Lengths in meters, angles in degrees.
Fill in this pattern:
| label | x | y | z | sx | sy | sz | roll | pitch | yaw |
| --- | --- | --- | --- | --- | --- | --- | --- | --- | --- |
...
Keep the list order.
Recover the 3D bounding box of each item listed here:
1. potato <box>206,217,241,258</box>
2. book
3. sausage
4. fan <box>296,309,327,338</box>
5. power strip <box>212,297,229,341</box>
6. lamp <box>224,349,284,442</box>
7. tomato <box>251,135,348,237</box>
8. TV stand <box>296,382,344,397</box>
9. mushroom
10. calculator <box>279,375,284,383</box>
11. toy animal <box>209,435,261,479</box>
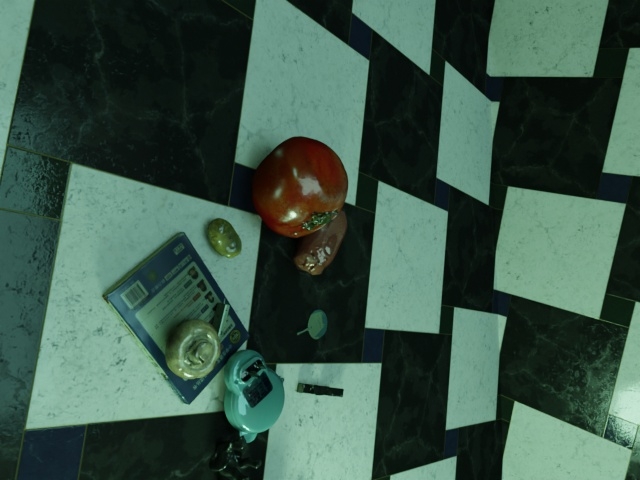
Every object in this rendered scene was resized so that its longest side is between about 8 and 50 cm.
| label | x | y | z | sx | sy | sz | roll | pitch | yaw |
| --- | --- | --- | --- | --- | --- | --- | --- | --- | --- |
| potato | -0.302 | -0.007 | 1.601 | 0.091 | 0.070 | 0.138 | -49 | 125 | -39 |
| book | -0.401 | 0.229 | 1.510 | 0.300 | 0.039 | 0.428 | -47 | 123 | -37 |
| sausage | 0.000 | 0.000 | 1.880 | 0.152 | 0.152 | 0.280 | 47 | 56 | -37 |
| fan | -0.031 | 0.328 | 1.947 | 0.175 | 0.005 | 0.113 | -17 | 103 | -48 |
| power strip | -0.304 | 0.242 | 1.549 | 0.019 | 0.050 | 0.136 | 22 | 72 | -38 |
| lamp | -0.217 | 0.480 | 1.627 | 0.209 | 0.147 | 0.284 | -36 | 129 | -43 |
| tomato | -0.066 | -0.178 | 1.710 | 0.325 | 0.293 | 0.290 | -11 | 66 | -42 |
| TV stand | 0.003 | 0.572 | 1.954 | 0.249 | 0.042 | 0.036 | 24 | 70 | -46 |
| mushroom | -0.353 | 0.307 | 1.440 | 0.166 | 0.127 | 0.166 | -12 | 106 | -47 |
| calculator | -0.167 | 0.537 | 1.783 | 0.094 | 0.019 | 0.141 | 46 | 56 | -38 |
| toy animal | -0.265 | 0.717 | 1.576 | 0.114 | 0.146 | 0.245 | 13 | 81 | -54 |
